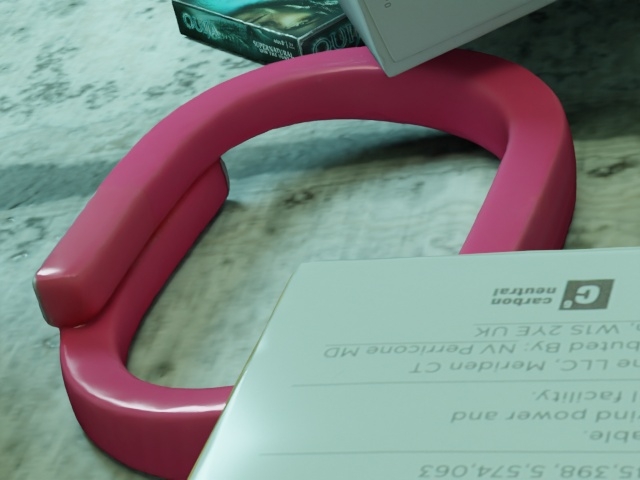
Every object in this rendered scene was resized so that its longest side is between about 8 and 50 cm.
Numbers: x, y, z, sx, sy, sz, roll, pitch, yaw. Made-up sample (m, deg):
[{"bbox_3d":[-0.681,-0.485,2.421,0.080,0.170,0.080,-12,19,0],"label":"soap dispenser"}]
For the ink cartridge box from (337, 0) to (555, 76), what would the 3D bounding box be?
[{"bbox_3d":[0.105,-0.238,0.947,0.272,0.130,0.309,-24,24,0],"label":"ink cartridge box"}]

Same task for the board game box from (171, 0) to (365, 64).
[{"bbox_3d":[0.022,-0.158,1.066,0.186,0.026,0.126,-31,34,-28],"label":"board game box"}]

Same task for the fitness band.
[{"bbox_3d":[0.000,0.000,0.788,0.209,0.054,0.291,2,34,21],"label":"fitness band"}]

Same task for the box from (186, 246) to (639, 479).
[{"bbox_3d":[0.048,0.179,0.293,0.168,0.215,0.345,-2,31,20],"label":"box"}]
